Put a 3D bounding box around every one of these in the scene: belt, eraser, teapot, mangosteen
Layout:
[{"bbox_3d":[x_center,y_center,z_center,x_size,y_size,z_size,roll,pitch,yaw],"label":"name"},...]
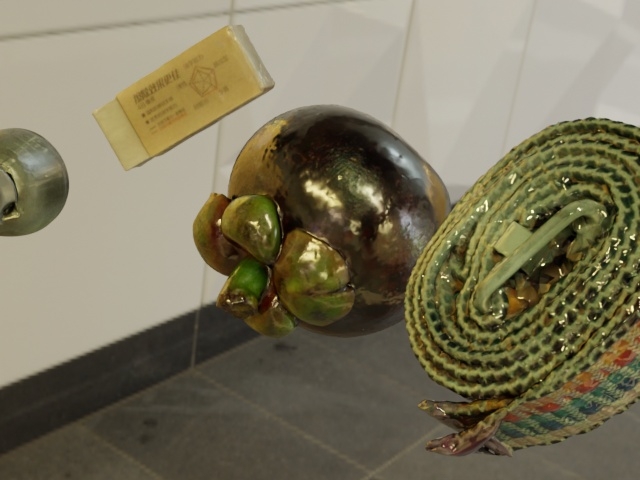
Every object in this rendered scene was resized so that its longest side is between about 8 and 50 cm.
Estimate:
[{"bbox_3d":[0.191,0.036,0.877,0.160,0.295,0.206,29,27,-45],"label":"belt"},{"bbox_3d":[-0.264,-0.270,2.014,0.343,0.144,0.078,-27,5,22],"label":"eraser"},{"bbox_3d":[-0.329,-0.069,1.054,0.111,0.149,0.108,-27,8,10],"label":"teapot"},{"bbox_3d":[0.011,-0.006,1.284,0.300,0.300,0.300,7,24,-3],"label":"mangosteen"}]
